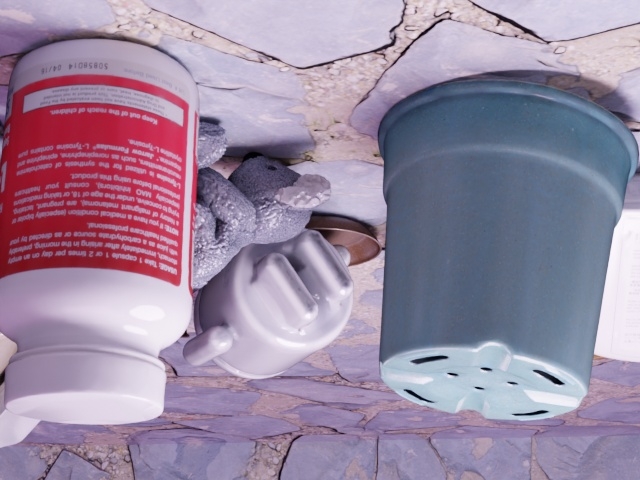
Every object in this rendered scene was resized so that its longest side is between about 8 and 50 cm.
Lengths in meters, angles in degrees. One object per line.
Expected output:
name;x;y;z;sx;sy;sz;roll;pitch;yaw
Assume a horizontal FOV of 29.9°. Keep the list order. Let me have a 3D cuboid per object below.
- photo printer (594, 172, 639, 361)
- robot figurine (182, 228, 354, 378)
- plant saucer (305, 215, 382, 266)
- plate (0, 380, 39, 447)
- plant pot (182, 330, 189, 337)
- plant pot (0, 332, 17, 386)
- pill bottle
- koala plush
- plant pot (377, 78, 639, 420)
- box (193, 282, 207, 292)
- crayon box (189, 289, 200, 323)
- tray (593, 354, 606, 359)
photo printer;0.504;0.050;1.763;0.256;0.107;0.307;-1;125;6
robot figurine;-0.078;0.101;1.872;0.300;0.200;0.353;-28;174;-30
plant saucer;0.000;0.000;1.939;0.198;0.036;0.198;-1;160;0
plate;-0.469;0.234;2.012;0.045;0.278;0.277;41;179;6
plant pot;-0.287;0.070;1.910;0.167;0.165;0.167;3;175;0
plant pot;-0.594;0.113;1.901;0.334;0.334;0.305;13;146;-31
pill bottle;-0.258;-0.005;1.379;0.229;0.408;0.229;0;160;0
koala plush;-0.106;-0.044;1.629;0.221;0.203;0.196;-4;164;-24
plant pot;0.220;0.031;1.509;0.341;0.334;0.341;7;155;3
box;-0.300;-0.007;1.731;0.247;0.163;0.142;11;156;-26
crayon box;-0.324;0.090;2.119;0.323;0.083;0.203;-8;158;20
tray;0.420;0.159;2.328;0.203;0.076;0.411;-10;159;24
